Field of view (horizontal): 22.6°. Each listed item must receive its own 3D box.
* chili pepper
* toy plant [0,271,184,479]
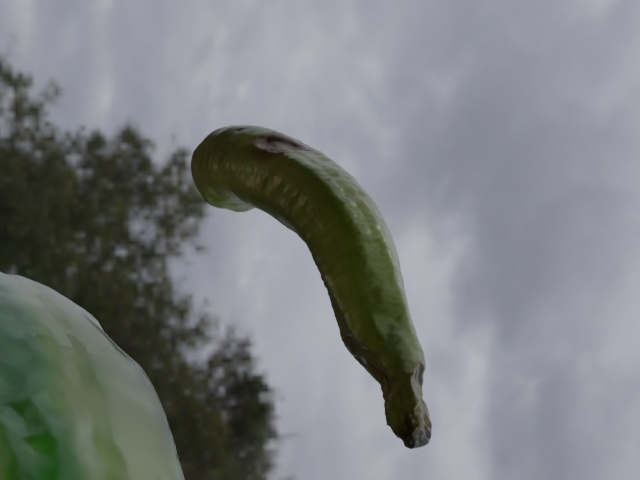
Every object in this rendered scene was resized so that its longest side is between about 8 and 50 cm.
[{"bbox_3d":[0.000,-0.001,0.610,0.208,0.049,0.043,47,-15,52],"label":"chili pepper"},{"bbox_3d":[-0.200,0.099,0.386,0.184,0.316,0.224,-34,-121,52],"label":"toy plant"}]
